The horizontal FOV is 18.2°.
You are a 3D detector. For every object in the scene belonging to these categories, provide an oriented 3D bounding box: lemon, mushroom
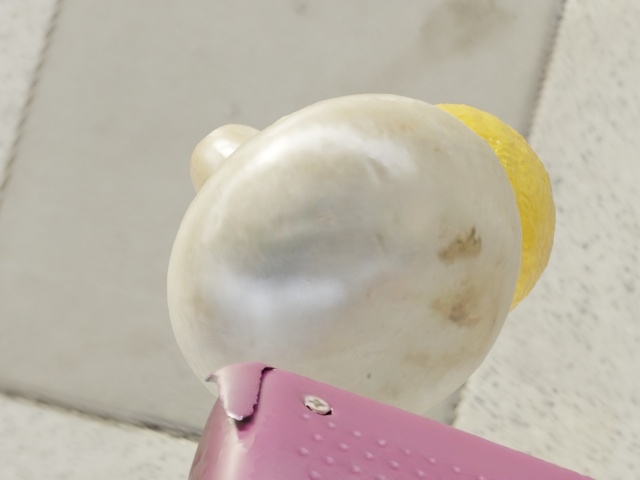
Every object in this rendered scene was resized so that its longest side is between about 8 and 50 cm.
[{"bbox_3d":[0.081,-0.009,1.295,0.142,0.142,0.187,-12,42,15],"label":"lemon"},{"bbox_3d":[0.000,0.000,1.133,0.207,0.207,0.215,-47,42,2],"label":"mushroom"}]

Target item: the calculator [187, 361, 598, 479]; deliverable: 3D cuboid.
[{"bbox_3d":[0.026,0.105,0.342,0.127,0.034,0.190,21,40,-9],"label":"calculator"}]
